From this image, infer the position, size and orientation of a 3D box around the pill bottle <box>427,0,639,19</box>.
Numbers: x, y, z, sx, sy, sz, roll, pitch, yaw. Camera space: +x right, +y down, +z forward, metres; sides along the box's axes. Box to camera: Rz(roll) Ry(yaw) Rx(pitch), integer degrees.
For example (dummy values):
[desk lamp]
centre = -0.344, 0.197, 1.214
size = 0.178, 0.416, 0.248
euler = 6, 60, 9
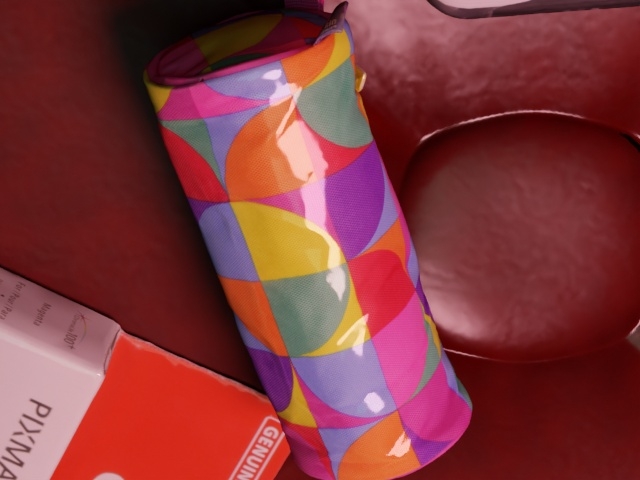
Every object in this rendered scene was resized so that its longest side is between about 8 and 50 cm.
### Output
[pill bottle]
centre = 0.112, -0.158, 0.541
size = 0.246, 0.130, 0.130
euler = -4, 114, 4

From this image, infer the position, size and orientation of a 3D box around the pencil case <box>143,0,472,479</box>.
[pencil case]
centre = 0.000, 0.000, 0.637
size = 0.105, 0.104, 0.236
euler = -13, 113, 8

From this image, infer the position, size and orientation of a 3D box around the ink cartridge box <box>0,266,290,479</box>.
[ink cartridge box]
centre = -0.173, 0.161, 0.739
size = 0.239, 0.060, 0.275
euler = 26, 113, -8
